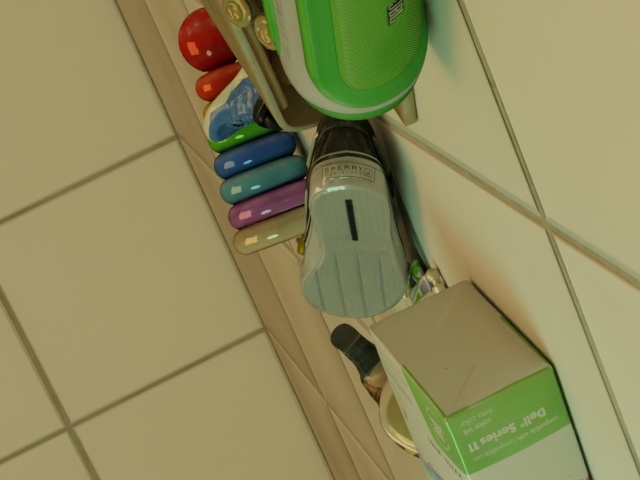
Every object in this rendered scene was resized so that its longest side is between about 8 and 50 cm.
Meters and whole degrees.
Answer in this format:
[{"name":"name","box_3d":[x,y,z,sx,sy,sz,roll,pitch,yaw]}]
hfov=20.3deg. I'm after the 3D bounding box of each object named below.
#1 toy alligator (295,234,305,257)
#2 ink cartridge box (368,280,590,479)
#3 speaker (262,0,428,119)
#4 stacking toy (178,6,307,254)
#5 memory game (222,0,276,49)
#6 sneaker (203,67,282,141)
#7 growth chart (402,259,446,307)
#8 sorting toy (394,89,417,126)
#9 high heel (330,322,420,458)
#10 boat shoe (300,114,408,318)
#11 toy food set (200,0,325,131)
[{"name":"toy alligator","box_3d":[0.000,0.000,2.476,0.189,0.056,0.051,-136,63,-71]},{"name":"ink cartridge box","box_3d":[0.184,0.241,1.786,0.207,0.119,0.353,49,164,60]},{"name":"speaker","box_3d":[0.018,-0.211,1.375,0.131,0.131,0.296,60,171,25]},{"name":"stacking toy","box_3d":[-0.102,-0.155,2.391,0.141,0.141,0.330,155,94,-82]},{"name":"memory game","box_3d":[-0.051,-0.251,1.612,0.186,0.012,0.186,29,139,29]},{"name":"sneaker","box_3d":[-0.087,-0.159,2.270,0.058,0.152,0.084,-4,-127,-50]},{"name":"growth chart","box_3d":[0.132,0.095,2.015,0.172,0.021,0.237,64,172,1]},{"name":"sorting toy","box_3d":[0.033,-0.187,1.649,0.132,0.046,0.274,59,170,31]},{"name":"high heel","box_3d":[0.130,0.221,2.316,0.261,0.093,0.186,48,-178,34]},{"name":"boat shoe","box_3d":[0.041,-0.026,1.952,0.335,0.121,0.119,93,-179,-61]},{"name":"toy food set","box_3d":[-0.076,-0.268,1.854,0.220,0.092,0.306,59,177,27]}]
